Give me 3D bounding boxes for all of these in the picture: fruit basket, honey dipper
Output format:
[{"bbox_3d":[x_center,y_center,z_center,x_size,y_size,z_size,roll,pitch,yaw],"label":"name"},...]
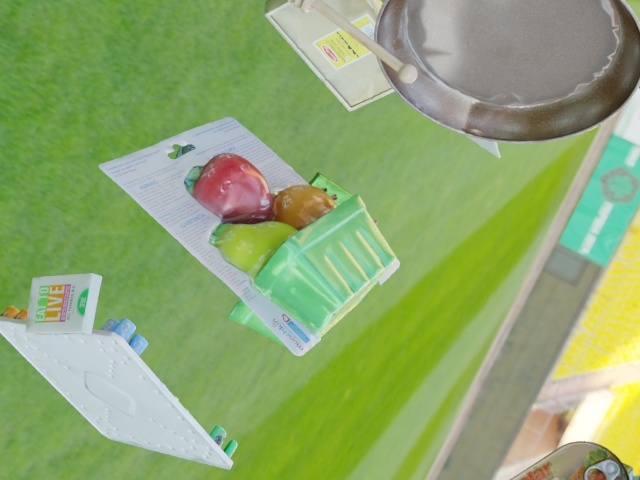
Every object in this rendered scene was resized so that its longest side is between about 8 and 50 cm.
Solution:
[{"bbox_3d":[-0.087,-0.019,1.294,0.165,0.353,0.327,-59,168,30],"label":"fruit basket"},{"bbox_3d":[0.027,-0.200,0.884,0.030,0.160,0.030,-50,172,-10],"label":"honey dipper"}]

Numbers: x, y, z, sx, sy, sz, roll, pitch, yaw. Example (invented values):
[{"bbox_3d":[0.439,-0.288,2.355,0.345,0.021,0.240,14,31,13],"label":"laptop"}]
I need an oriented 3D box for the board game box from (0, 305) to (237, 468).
[{"bbox_3d":[-0.386,0.272,1.779,0.050,0.390,0.390,-58,131,-32],"label":"board game box"}]

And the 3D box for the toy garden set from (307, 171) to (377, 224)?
[{"bbox_3d":[0.000,0.000,1.905,0.244,0.203,0.049,-49,-157,19],"label":"toy garden set"}]

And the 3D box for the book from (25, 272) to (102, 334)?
[{"bbox_3d":[-0.420,0.106,1.539,0.035,0.144,0.096,26,65,-50],"label":"book"}]

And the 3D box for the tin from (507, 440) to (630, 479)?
[{"bbox_3d":[0.285,0.319,1.140,0.189,0.106,0.040,-28,157,-12],"label":"tin"}]

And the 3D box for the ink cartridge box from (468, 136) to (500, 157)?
[{"bbox_3d":[0.219,-0.214,1.411,0.061,0.181,0.104,-41,144,-7],"label":"ink cartridge box"}]

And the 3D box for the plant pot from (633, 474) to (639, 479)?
[{"bbox_3d":[0.558,0.488,1.485,0.195,0.290,0.290,-20,143,-28],"label":"plant pot"}]

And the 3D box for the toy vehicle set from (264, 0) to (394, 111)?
[{"bbox_3d":[0.048,-0.344,1.610,0.267,0.166,0.035,43,37,-40],"label":"toy vehicle set"}]

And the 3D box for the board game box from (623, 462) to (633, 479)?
[{"bbox_3d":[0.380,0.408,1.314,0.141,0.048,0.170,-31,127,-34],"label":"board game box"}]

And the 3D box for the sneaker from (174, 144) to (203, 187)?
[{"bbox_3d":[-0.179,-0.111,1.776,0.125,0.262,0.104,-39,142,6],"label":"sneaker"}]

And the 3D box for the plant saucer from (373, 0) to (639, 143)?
[{"bbox_3d":[0.218,-0.228,1.098,0.311,0.310,0.050,93,11,-58],"label":"plant saucer"}]
